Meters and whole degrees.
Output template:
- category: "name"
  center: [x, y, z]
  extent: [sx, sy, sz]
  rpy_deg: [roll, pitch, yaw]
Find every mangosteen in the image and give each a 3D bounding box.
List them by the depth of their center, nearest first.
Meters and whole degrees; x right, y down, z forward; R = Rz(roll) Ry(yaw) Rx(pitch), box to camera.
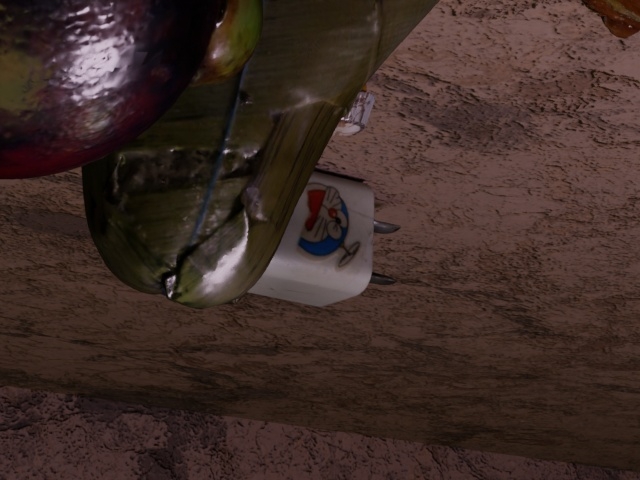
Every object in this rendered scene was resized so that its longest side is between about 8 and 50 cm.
- category: "mangosteen"
  center: [-0.161, -0.190, 1.188]
  extent: [0.359, 0.306, 0.306]
  rpy_deg: [-4, 165, -8]

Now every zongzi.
- category: "zongzi"
  center: [0.008, -0.117, 1.391]
  extent: [0.360, 0.323, 0.160]
  rpy_deg: [-3, 176, -3]

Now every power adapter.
- category: "power adapter"
  center: [0.000, 0.000, 2.125]
  extent: [0.205, 0.130, 0.125]
  rpy_deg: [11, 161, -33]

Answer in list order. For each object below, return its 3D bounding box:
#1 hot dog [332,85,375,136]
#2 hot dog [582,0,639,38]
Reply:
- category: "hot dog"
  center: [-0.045, -0.132, 1.802]
  extent: [0.191, 0.059, 0.108]
  rpy_deg: [4, 166, -2]
- category: "hot dog"
  center: [0.260, -0.201, 1.448]
  extent: [0.146, 0.103, 0.213]
  rpy_deg: [3, 165, -6]
